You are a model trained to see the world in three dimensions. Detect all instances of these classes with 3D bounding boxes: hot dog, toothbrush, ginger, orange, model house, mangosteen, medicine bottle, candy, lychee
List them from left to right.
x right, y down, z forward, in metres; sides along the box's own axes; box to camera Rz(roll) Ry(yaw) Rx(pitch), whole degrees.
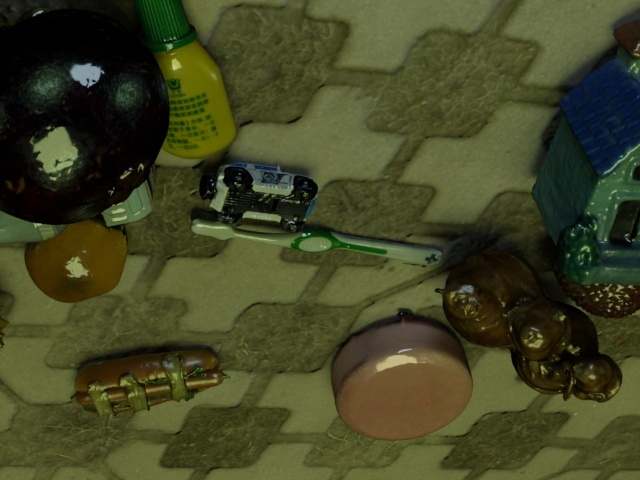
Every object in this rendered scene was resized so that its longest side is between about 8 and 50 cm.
[{"bbox_3d":[-0.327,-0.162,1.409,0.288,0.288,0.288,-5,133,-6],"label":"mangosteen"},{"bbox_3d":[-0.361,0.030,1.699,0.160,0.112,0.170,-16,121,5],"label":"orange"},{"bbox_3d":[-0.285,0.236,1.921,0.269,0.072,0.109,-10,135,0],"label":"hot dog"},{"bbox_3d":[-0.190,-0.238,1.501,0.111,0.076,0.309,-9,133,3],"label":"medicine bottle"},{"bbox_3d":[0.001,0.003,1.780,0.418,0.040,0.042,10,128,-18],"label":"toothbrush"},{"bbox_3d":[0.140,0.239,1.983,0.255,0.094,0.255,-5,133,-5],"label":"candy"},{"bbox_3d":[0.322,0.141,1.803,0.357,0.274,0.152,37,104,-22],"label":"ginger"},{"bbox_3d":[0.465,0.044,1.817,0.197,0.165,0.165,8,136,20],"label":"lychee"},{"bbox_3d":[0.484,-0.136,1.618,0.295,0.252,0.329,3,125,-12],"label":"model house"}]

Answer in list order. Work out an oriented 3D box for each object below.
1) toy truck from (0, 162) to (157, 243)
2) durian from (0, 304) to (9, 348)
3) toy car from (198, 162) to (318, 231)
[{"bbox_3d":[-0.356,-0.061,1.589,0.256,0.140,0.108,-10,132,-1],"label":"toy truck"},{"bbox_3d":[-0.561,0.085,1.698,0.138,0.183,0.250,-40,134,-23],"label":"durian"},{"bbox_3d":[-0.091,-0.069,1.677,0.170,0.070,0.080,7,130,-18],"label":"toy car"}]
